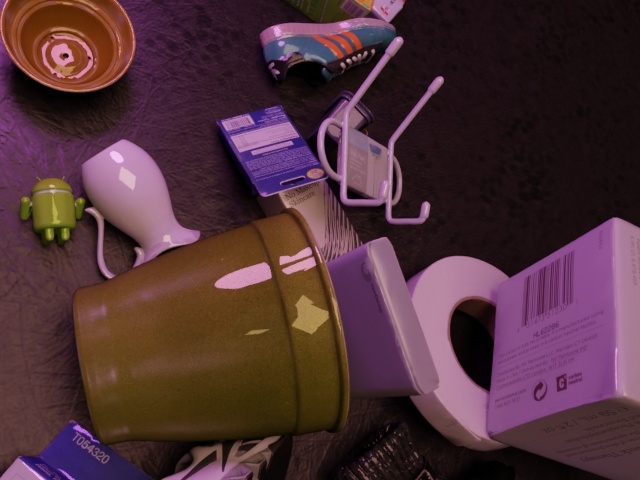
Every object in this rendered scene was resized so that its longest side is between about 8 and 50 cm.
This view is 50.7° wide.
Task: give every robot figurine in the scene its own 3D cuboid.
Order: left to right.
[{"bbox_3d":[-0.440,-0.051,1.113,0.101,0.067,0.115,-3,77,-32],"label":"robot figurine"}]

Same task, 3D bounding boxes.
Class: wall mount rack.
[{"bbox_3d":[0.133,-0.195,1.288,0.350,0.131,0.304,16,75,-59],"label":"wall mount rack"}]

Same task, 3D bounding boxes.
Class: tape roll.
[{"bbox_3d":[0.312,0.219,1.343,0.392,0.072,0.391,17,57,-27],"label":"tape roll"}]

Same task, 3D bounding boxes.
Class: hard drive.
[{"bbox_3d":[0.048,0.148,1.128,0.047,0.353,0.233,-16,84,-28],"label":"hard drive"}]

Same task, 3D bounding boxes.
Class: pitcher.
[{"bbox_3d":[-0.331,-0.048,1.143,0.178,0.125,0.207,-36,105,-16],"label":"pitcher"}]

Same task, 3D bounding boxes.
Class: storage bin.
[{"bbox_3d":[0.036,-0.221,1.356,0.098,0.135,0.091,44,74,-9],"label":"storage bin"}]

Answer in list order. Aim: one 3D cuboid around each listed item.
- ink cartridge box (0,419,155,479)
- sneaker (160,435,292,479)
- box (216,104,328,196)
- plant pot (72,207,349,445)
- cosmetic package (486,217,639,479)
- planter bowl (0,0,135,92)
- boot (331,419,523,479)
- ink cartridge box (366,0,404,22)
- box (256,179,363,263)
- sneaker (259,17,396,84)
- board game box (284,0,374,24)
[{"bbox_3d":[-0.351,0.460,0.940,0.324,0.071,0.330,30,61,13],"label":"ink cartridge box"},{"bbox_3d":[-0.142,0.357,1.058,0.146,0.330,0.122,10,87,17],"label":"sneaker"},{"bbox_3d":[-0.091,-0.161,1.254,0.137,0.036,0.225,-18,51,-19],"label":"box"},{"bbox_3d":[-0.183,0.158,1.046,0.353,0.366,0.366,-11,81,-16],"label":"plant pot"},{"bbox_3d":[0.564,0.224,1.205,0.394,0.329,0.327,22,57,-13],"label":"cosmetic package"},{"bbox_3d":[-0.440,-0.340,1.177,0.217,0.090,0.217,7,73,-24],"label":"planter bowl"},{"bbox_3d":[0.208,0.441,1.256,0.348,0.131,0.260,-24,74,-42],"label":"boot"},{"bbox_3d":[0.139,-0.589,1.546,0.145,0.045,0.179,42,66,-11],"label":"ink cartridge box"},{"bbox_3d":[0.000,0.000,1.292,0.113,0.094,0.275,-32,91,-28],"label":"box"},{"bbox_3d":[0.027,-0.383,1.407,0.302,0.108,0.121,-10,82,-19],"label":"sneaker"},{"bbox_3d":[-0.027,-0.526,1.404,0.259,0.124,0.039,27,65,-17],"label":"board game box"}]
